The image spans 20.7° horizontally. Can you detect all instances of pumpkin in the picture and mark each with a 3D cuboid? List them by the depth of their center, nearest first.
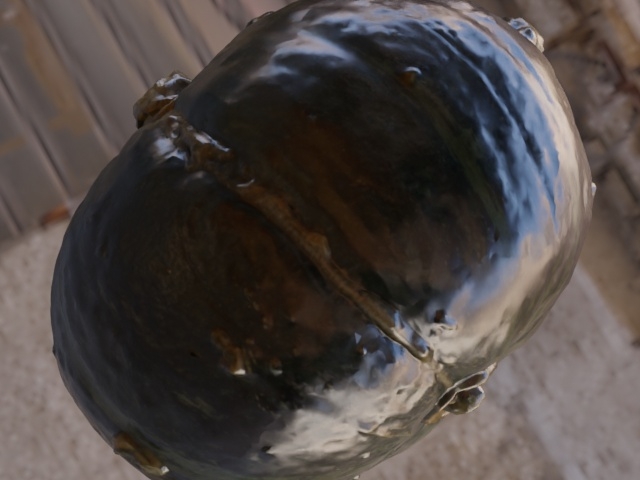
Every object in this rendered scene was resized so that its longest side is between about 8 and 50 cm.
[{"bbox_3d":[-0.001,0.001,0.574,0.146,0.190,0.190,62,-14,10],"label":"pumpkin"}]
